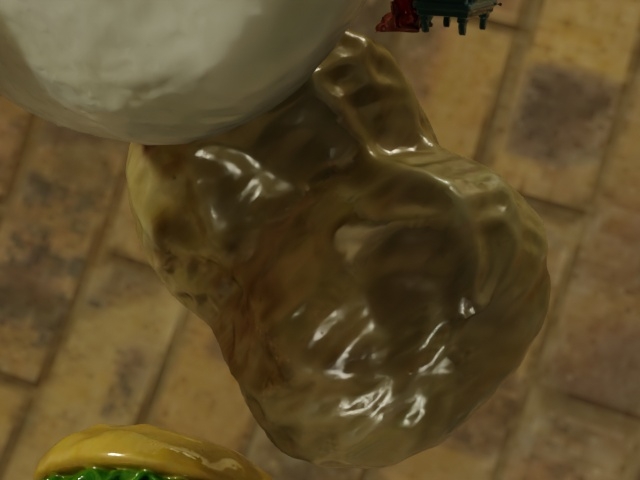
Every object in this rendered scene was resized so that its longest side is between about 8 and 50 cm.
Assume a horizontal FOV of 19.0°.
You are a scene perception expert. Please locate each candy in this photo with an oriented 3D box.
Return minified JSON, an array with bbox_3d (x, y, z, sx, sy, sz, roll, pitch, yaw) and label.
[{"bbox_3d":[-0.068,-0.227,0.768,0.186,0.427,0.386,10,-64,-30],"label":"candy"}]

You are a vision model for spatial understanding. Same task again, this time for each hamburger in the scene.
[{"bbox_3d":[-0.093,0.171,1.079,0.162,0.162,0.115,65,-148,-61],"label":"hamburger"}]

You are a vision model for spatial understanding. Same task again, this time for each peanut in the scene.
[{"bbox_3d":[0.000,0.000,0.959,0.197,0.233,0.110,-46,-15,32],"label":"peanut"}]

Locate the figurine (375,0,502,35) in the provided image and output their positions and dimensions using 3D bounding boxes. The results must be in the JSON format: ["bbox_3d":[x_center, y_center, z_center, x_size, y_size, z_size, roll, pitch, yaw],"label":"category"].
[{"bbox_3d":[0.067,-0.185,1.066,0.068,0.075,0.140,-16,-73,-64],"label":"figurine"}]
